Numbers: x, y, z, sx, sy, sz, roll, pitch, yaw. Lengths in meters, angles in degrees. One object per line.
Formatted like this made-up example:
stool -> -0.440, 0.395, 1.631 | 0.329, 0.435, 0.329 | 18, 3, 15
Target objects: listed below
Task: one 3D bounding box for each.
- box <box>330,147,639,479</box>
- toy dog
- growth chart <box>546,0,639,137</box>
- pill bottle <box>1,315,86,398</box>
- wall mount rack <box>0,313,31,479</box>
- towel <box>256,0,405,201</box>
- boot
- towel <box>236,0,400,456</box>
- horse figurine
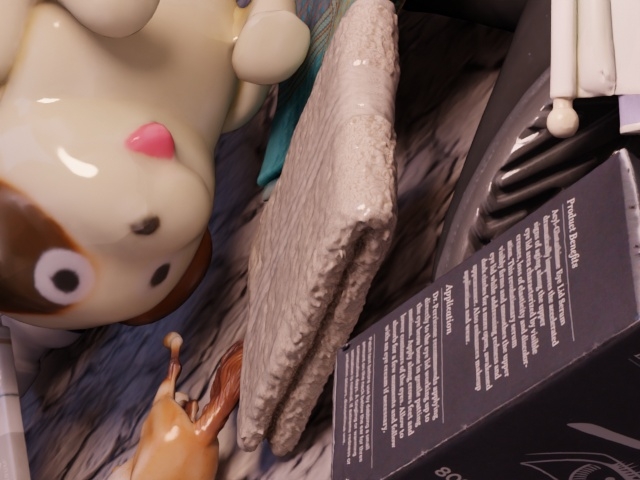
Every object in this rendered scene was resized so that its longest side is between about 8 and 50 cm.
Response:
box -> 0.127, 0.079, 0.819 | 0.207, 0.153, 0.108 | -37, 34, 33
toy dog -> -0.190, -0.136, 1.274 | 0.395, 0.284, 0.408 | -21, 64, 38
growth chart -> 0.217, -0.103, 0.798 | 0.237, 0.021, 0.172 | 6, 89, 17
pill bottle -> -0.248, 0.000, 1.505 | 0.264, 0.153, 0.153 | -56, 28, 4
wall mount rack -> -0.354, 0.183, 1.372 | 0.304, 0.130, 0.350 | -27, 66, 36
towel -> 0.022, -0.221, 1.220 | 0.370, 0.040, 0.271 | 120, 157, -60
boot -> 0.119, -0.145, 1.064 | 0.367, 0.146, 0.445 | -58, 27, 6
towel -> 0.000, 0.000, 1.107 | 0.282, 0.049, 0.187 | 114, 162, -49
horse figurine -> -0.126, 0.176, 1.225 | 0.263, 0.066, 0.174 | -53, 22, 14
